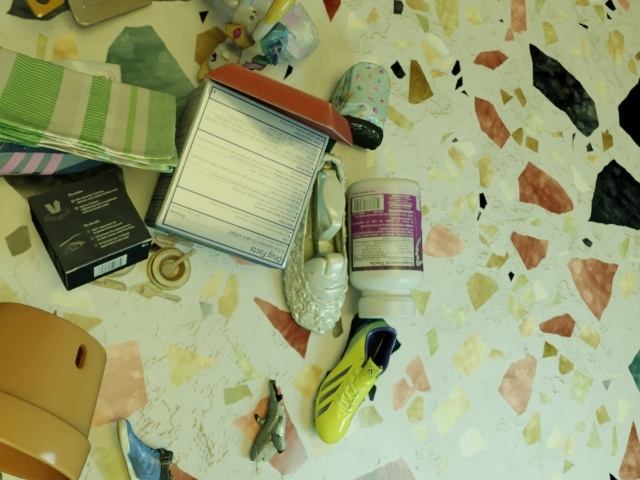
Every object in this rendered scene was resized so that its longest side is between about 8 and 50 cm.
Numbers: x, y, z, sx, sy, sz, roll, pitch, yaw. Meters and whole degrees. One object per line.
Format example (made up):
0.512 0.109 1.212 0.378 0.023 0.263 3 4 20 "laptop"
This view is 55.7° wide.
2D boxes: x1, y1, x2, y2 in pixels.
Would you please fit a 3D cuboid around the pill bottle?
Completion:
0.145 0.022 1.354 0.169 0.169 0.301 3 83 -28 "pill bottle"

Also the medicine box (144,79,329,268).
-0.165 -0.120 1.189 0.264 0.149 0.289 21 85 -25 "medicine box"

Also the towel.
-0.406 -0.224 1.025 0.325 0.038 0.247 10 40 -23 "towel"

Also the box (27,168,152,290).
-0.407 -0.020 1.075 0.156 0.093 0.158 -25 76 -29 "box"

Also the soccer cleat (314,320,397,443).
0.077 0.300 1.308 0.093 0.121 0.289 36 68 -20 "soccer cleat"

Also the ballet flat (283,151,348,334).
0.000 0.000 1.300 0.147 0.147 0.408 2 83 -29 "ballet flat"

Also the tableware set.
-0.338 0.039 1.161 0.194 0.039 0.128 16 76 -26 "tableware set"

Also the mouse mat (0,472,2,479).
-0.623 0.439 0.959 0.190 0.007 0.152 13 72 -24 "mouse mat"

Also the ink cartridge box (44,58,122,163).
-0.484 -0.239 1.110 0.233 0.066 0.188 -1 84 -33 "ink cartridge box"

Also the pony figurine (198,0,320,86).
-0.119 -0.482 1.213 0.303 0.363 0.350 33 53 -14 "pony figurine"

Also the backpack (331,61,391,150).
0.095 -0.317 1.403 0.152 0.115 0.181 17 73 -23 "backpack"

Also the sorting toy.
-0.427 -0.527 1.149 0.348 0.047 0.195 -41 130 -38 "sorting toy"

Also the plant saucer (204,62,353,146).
-0.062 -0.266 1.180 0.259 0.259 0.047 24 97 10 "plant saucer"

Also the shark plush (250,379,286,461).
-0.105 0.371 1.241 0.067 0.073 0.161 3 86 2 "shark plush"

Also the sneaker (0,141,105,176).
-0.493 -0.168 1.017 0.319 0.131 0.112 -12 85 -16 "sneaker"

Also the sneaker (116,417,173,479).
-0.319 0.388 1.114 0.085 0.058 0.152 -16 96 -24 "sneaker"

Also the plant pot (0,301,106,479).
-0.473 0.231 0.943 0.291 0.291 0.203 33 53 -21 "plant pot"
